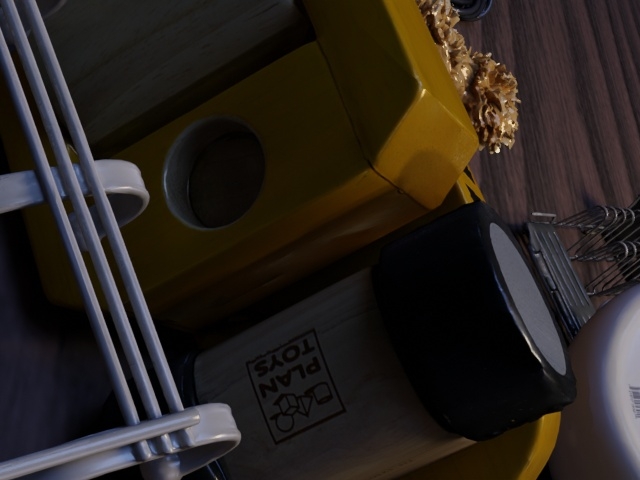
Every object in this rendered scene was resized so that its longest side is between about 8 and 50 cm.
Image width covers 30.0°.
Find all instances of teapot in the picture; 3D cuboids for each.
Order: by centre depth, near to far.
[{"bbox_3d":[0.263,0.163,0.851,0.252,0.187,0.256,42,56,14],"label":"teapot"}]

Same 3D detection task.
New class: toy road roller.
[{"bbox_3d":[0.000,0.000,0.617,0.240,0.202,0.330,24,41,-64],"label":"toy road roller"}]

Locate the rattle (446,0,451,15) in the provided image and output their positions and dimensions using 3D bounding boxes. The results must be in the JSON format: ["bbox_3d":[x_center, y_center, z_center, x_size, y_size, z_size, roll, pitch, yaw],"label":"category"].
[{"bbox_3d":[0.036,-0.132,0.951,0.130,0.142,0.200,-15,88,-26],"label":"rattle"}]

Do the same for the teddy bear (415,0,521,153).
[{"bbox_3d":[0.007,-0.151,0.798,0.245,0.113,0.338,-36,100,-25],"label":"teddy bear"}]

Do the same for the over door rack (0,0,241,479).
[{"bbox_3d":[-0.209,0.005,0.408,0.324,0.108,0.240,-7,66,-42],"label":"over door rack"}]

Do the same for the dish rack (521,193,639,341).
[{"bbox_3d":[0.290,0.052,1.094,0.271,0.074,0.208,1,60,-55],"label":"dish rack"}]

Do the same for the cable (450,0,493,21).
[{"bbox_3d":[0.130,-0.310,1.240,0.150,0.047,0.184,41,32,-24],"label":"cable"}]
